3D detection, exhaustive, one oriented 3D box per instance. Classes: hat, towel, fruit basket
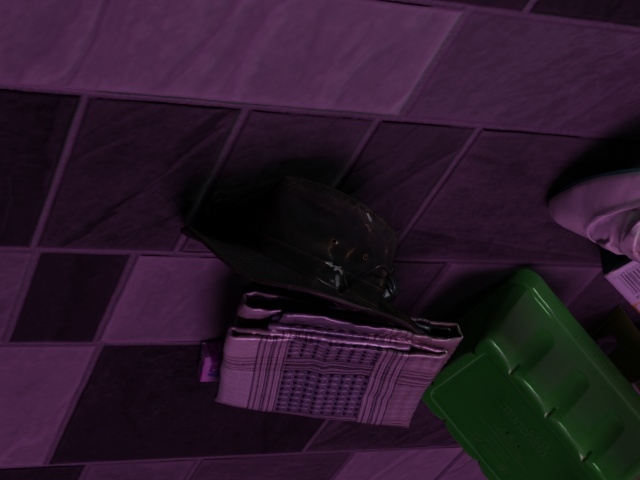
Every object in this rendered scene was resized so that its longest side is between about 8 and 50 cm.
[{"bbox_3d":[0.000,0.000,1.548,0.331,0.331,0.134,20,94,-43],"label":"hat"},{"bbox_3d":[0.014,0.184,1.763,0.312,0.056,0.324,10,148,-5],"label":"towel"},{"bbox_3d":[0.354,0.239,1.965,0.392,0.392,0.283,13,139,-37],"label":"fruit basket"}]

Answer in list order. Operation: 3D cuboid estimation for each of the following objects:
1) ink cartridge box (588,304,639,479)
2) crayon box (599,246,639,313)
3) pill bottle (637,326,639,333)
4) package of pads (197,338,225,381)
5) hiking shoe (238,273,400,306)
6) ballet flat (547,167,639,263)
[{"bbox_3d":[0.490,0.269,2.068,0.097,0.255,0.189,-15,154,-38],"label":"ink cartridge box"},{"bbox_3d":[0.596,0.081,1.885,0.202,0.081,0.318,-34,116,26],"label":"crayon box"},{"bbox_3d":[0.624,0.243,2.123,0.131,0.229,0.131,-11,148,-7],"label":"pill bottle"},{"bbox_3d":[-0.156,0.182,1.882,0.050,0.032,0.083,-8,147,-17],"label":"package of pads"},{"bbox_3d":[0.002,0.084,1.768,0.226,0.086,0.114,-8,155,6],"label":"hiking shoe"},{"bbox_3d":[0.467,-0.034,1.611,0.400,0.139,0.139,-12,155,39],"label":"ballet flat"}]
